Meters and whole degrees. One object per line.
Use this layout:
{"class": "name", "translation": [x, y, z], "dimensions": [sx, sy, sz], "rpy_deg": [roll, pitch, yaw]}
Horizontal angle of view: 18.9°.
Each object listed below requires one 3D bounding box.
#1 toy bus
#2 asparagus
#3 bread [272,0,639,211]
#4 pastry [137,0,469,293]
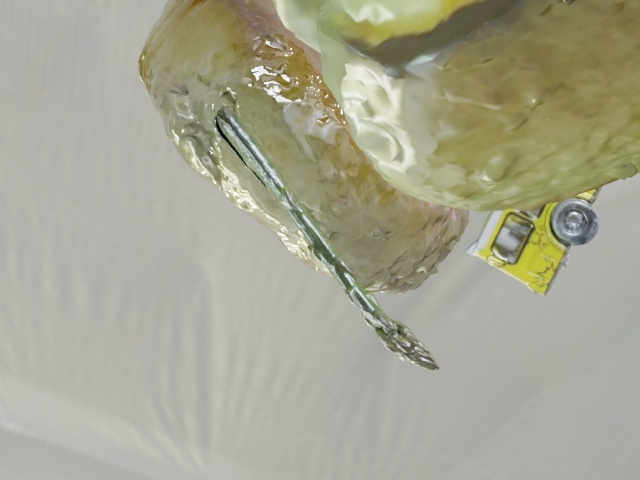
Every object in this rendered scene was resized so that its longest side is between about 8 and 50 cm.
{"class": "toy bus", "translation": [0.182, -0.073, 1.324], "dimensions": [0.226, 0.074, 0.081], "rpy_deg": [-64, -2, 5]}
{"class": "asparagus", "translation": [0.000, 0.000, 1.246], "dimensions": [0.023, 0.233, 0.022], "rpy_deg": [-45, -20, 16]}
{"class": "bread", "translation": [0.087, -0.129, 0.510], "dimensions": [0.257, 0.186, 0.124], "rpy_deg": [-47, -35, 17]}
{"class": "pastry", "translation": [-0.004, -0.090, 1.514], "dimensions": [0.136, 0.329, 0.330], "rpy_deg": [-45, -33, 15]}
